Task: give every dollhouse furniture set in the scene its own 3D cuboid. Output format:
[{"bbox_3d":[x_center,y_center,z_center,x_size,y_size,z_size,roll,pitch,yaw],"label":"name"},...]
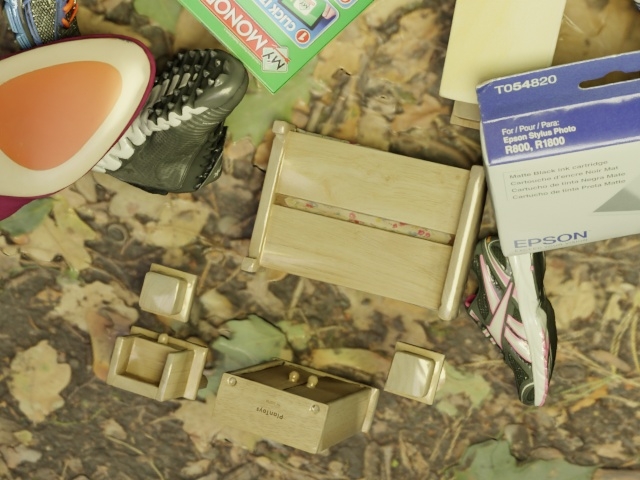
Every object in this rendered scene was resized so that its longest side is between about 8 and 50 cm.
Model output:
[{"bbox_3d":[0.000,0.000,1.331,0.303,0.174,0.355,15,93,15],"label":"dollhouse furniture set"}]

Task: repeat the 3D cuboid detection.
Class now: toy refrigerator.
[{"bbox_3d":[0.156,-0.247,1.119,0.094,0.102,0.269,11,122,4],"label":"toy refrigerator"}]

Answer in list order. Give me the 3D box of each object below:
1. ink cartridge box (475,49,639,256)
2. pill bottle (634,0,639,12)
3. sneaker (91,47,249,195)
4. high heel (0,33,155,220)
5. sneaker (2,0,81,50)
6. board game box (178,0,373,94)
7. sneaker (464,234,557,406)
[{"bbox_3d":[0.246,-0.071,1.164,0.223,0.045,0.224,-10,150,8],"label":"ink cartridge box"},{"bbox_3d":[0.281,-0.226,1.113,0.094,0.094,0.169,-24,114,22],"label":"pill bottle"},{"bbox_3d":[-0.115,-0.096,1.246,0.106,0.078,0.234,32,148,-26],"label":"sneaker"},{"bbox_3d":[-0.292,-0.082,1.284,0.377,0.181,0.127,-27,98,15],"label":"high heel"},{"bbox_3d":[-0.229,-0.238,1.206,0.087,0.083,0.221,-6,122,6],"label":"sneaker"},{"bbox_3d":[-0.072,-0.300,1.133,0.213,0.046,0.317,-41,108,16],"label":"board game box"},{"bbox_3d":[0.176,0.070,1.332,0.077,0.072,0.178,-3,110,20],"label":"sneaker"}]
